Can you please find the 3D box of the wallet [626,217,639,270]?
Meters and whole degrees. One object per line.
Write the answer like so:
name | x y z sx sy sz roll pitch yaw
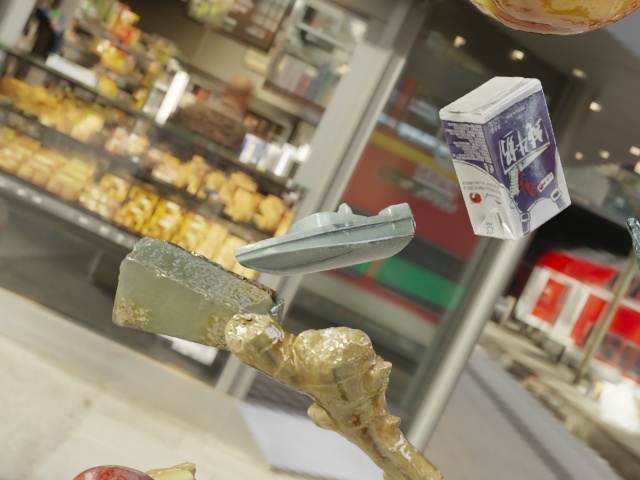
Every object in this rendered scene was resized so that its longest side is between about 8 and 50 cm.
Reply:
wallet | 0.502 0.139 1.632 0.237 0.075 0.342 55 20 -29

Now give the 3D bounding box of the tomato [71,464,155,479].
tomato | -0.290 0.394 1.765 0.167 0.167 0.167 25 2 -1

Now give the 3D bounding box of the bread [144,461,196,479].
bread | -0.316 0.535 2.034 0.270 0.315 0.211 -7 -12 -32

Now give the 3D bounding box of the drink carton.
drink carton | 0.287 -0.125 1.912 0.102 0.134 0.222 11 -53 50

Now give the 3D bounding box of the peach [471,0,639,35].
peach | 0.240 -0.337 1.183 0.281 0.281 0.238 25 7 -5

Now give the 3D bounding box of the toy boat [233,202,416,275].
toy boat | 0.000 0.000 1.901 0.319 0.092 0.141 -10 -10 -38

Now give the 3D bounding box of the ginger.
ginger | 0.034 0.189 1.466 0.333 0.148 0.081 50 21 -16

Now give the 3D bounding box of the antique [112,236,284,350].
antique | -0.205 0.108 2.140 0.284 0.150 0.125 18 26 12
